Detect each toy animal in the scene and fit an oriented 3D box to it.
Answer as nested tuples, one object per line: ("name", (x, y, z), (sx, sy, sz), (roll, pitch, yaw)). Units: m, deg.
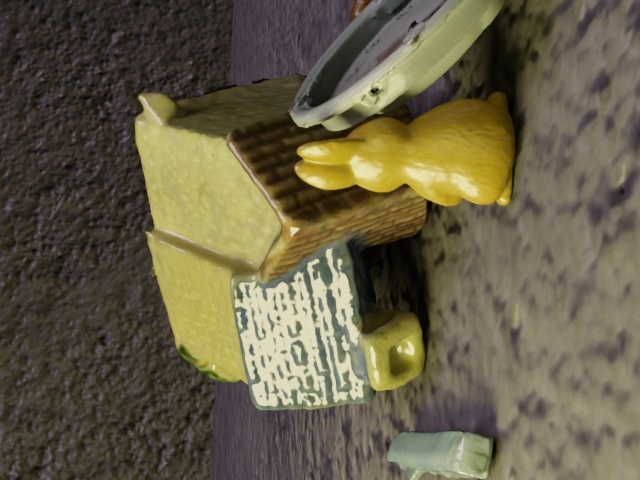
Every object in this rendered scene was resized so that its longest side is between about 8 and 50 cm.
("toy animal", (0.059, -0.067, 0.664), (0.070, 0.159, 0.083), (-127, 37, -76))

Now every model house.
("model house", (0.000, 0.000, 0.873), (0.266, 0.261, 0.321), (18, 123, 52))

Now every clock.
("clock", (0.074, -0.164, 0.712), (0.236, 0.053, 0.236), (-40, 18, 16))

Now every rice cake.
("rice cake", (0.091, 0.173, 0.720), (0.180, 0.030, 0.042), (135, 152, -73))

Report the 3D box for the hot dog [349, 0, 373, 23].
("hot dog", (0.075, -0.326, 0.976), (0.066, 0.047, 0.216), (-75, -2, -56))
